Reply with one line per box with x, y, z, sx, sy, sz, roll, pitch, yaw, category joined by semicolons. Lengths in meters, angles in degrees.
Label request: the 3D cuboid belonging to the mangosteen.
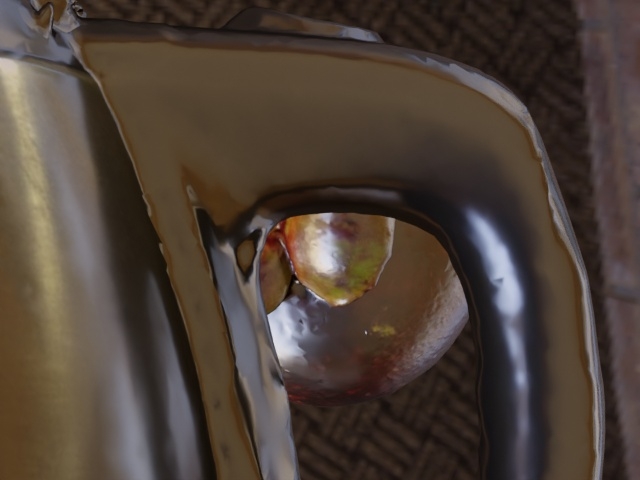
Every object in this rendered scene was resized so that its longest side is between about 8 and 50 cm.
0.000;0.000;1.117;0.209;0.210;0.210;-4;99;-26;mangosteen

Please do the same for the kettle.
-0.090;0.058;0.405;0.207;0.250;0.271;9;81;-57;kettle
